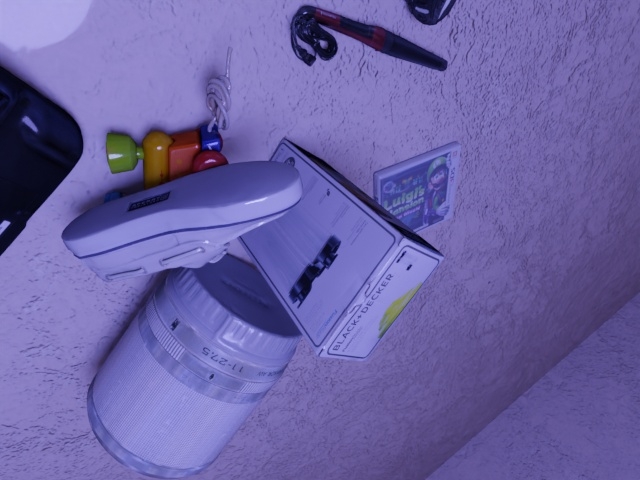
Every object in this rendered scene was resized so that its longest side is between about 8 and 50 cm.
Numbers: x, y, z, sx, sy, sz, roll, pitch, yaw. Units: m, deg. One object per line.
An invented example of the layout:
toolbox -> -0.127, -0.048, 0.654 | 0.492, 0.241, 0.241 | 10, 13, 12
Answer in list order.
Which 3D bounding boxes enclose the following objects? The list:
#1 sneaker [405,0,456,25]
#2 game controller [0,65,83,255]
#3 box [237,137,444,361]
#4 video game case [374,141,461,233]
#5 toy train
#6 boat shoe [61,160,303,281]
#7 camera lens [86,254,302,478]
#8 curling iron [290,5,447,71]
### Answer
sneaker -> 0.189, -0.415, 0.540 | 0.108, 0.100, 0.271 | -7, 125, -37
game controller -> -0.380, -0.024, 0.418 | 0.319, 0.067, 0.166 | -50, 168, -3
box -> 0.000, 0.000, 0.577 | 0.087, 0.290, 0.169 | 22, 107, -42
video game case -> 0.187, -0.084, 0.834 | 0.191, 0.022, 0.173 | -23, 132, -19
toy train -> -0.185, -0.109, 0.513 | 0.144, 0.105, 0.247 | -1, 123, -19
boat shoe -> -0.142, -0.012, 0.471 | 0.268, 0.096, 0.088 | -16, 126, 5
camera lens -> -0.181, 0.179, 0.633 | 0.219, 0.219, 0.274 | 27, 103, -44
curling iron -> 0.076, -0.272, 0.610 | 0.274, 0.035, 0.068 | -5, 128, -31
